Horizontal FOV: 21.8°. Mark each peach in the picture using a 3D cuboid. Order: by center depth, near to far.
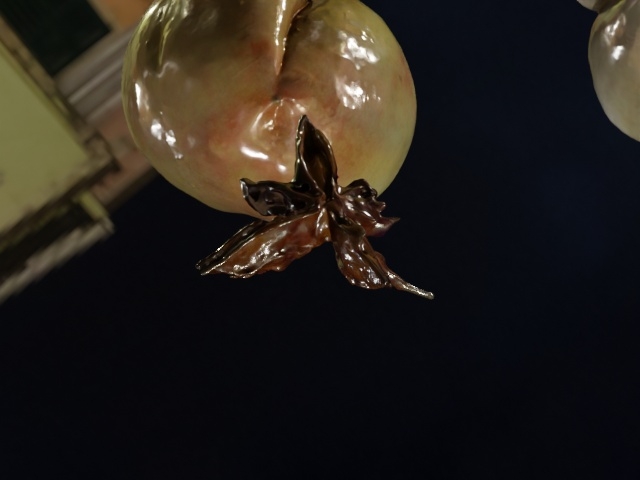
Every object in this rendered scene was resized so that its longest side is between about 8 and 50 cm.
[{"bbox_3d":[-0.050,-0.136,1.587,0.292,0.292,0.247,45,-71,37],"label":"peach"}]

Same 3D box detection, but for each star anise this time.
[{"bbox_3d":[0.007,0.005,1.230,0.140,0.144,0.158,14,-124,16],"label":"star anise"}]

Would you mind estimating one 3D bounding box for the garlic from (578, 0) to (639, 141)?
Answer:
[{"bbox_3d":[0.261,-0.199,1.241,0.132,0.325,0.279,-14,-90,28],"label":"garlic"}]
